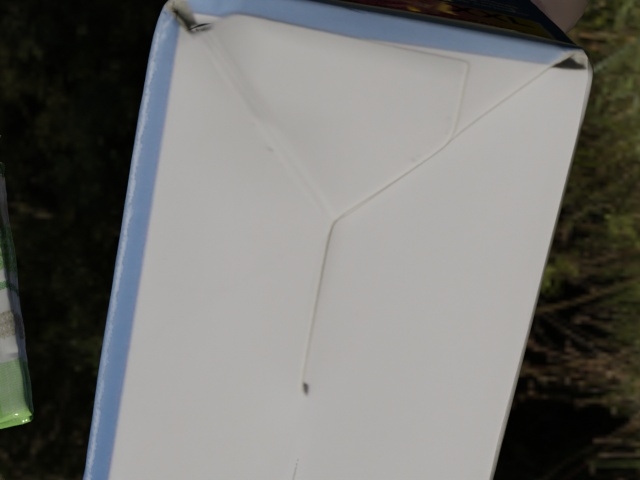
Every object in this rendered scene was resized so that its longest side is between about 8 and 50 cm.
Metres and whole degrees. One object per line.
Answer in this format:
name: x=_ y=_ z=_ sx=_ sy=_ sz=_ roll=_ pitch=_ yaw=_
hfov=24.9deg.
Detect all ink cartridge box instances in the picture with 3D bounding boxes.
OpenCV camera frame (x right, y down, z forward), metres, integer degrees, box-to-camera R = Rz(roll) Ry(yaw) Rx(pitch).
ink cartridge box: x=0.000 y=0.000 z=0.681 sx=0.395 sy=0.151 sz=0.270 roll=-79 pitch=1 yaw=-74

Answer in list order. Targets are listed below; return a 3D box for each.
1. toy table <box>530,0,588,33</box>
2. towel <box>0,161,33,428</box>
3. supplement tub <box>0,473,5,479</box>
toy table: x=0.202 y=-0.294 z=1.221 sx=0.161 sy=0.252 sz=0.274 roll=-40 pitch=34 yaw=46
towel: x=-0.214 y=0.037 z=0.785 sx=0.023 sy=0.113 sz=0.152 roll=44 pitch=-148 yaw=-70
supplement tub: x=-0.320 y=0.353 z=1.472 sx=0.200 sy=0.144 sz=0.144 roll=54 pitch=143 yaw=6
